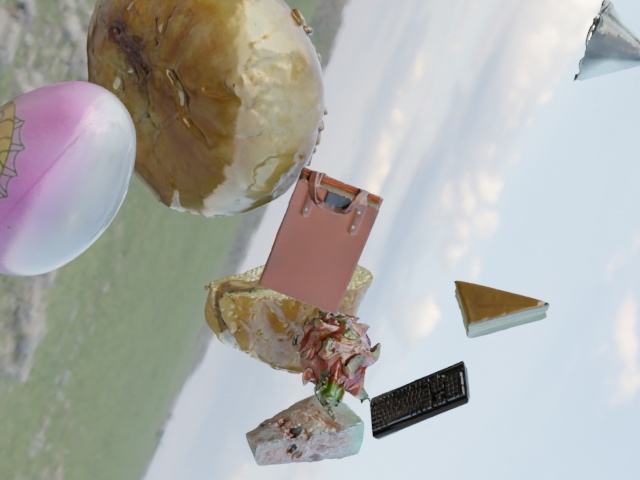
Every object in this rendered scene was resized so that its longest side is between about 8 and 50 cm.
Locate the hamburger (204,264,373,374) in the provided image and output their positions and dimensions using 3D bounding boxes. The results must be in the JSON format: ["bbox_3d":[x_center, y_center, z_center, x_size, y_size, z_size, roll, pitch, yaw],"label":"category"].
[{"bbox_3d":[-0.051,0.159,2.275,0.162,0.330,0.209,31,-55,49],"label":"hamburger"}]

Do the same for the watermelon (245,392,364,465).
[{"bbox_3d":[-0.046,0.359,2.271,0.241,0.154,0.094,-16,135,-38],"label":"watermelon"}]

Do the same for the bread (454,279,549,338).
[{"bbox_3d":[0.298,0.099,1.976,0.074,0.139,0.084,72,3,-63],"label":"bread"}]

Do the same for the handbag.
[{"bbox_3d":[0.000,0.000,1.732,0.063,0.127,0.190,-70,-179,-62],"label":"handbag"}]

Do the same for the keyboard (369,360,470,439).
[{"bbox_3d":[0.186,0.303,2.288,0.230,0.025,0.093,-28,-133,31],"label":"keyboard"}]

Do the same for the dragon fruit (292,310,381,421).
[{"bbox_3d":[0.030,0.218,2.072,0.236,0.137,0.135,-106,-148,-48],"label":"dragon fruit"}]

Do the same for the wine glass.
[{"bbox_3d":[0.447,-0.239,1.603,0.122,0.183,0.122,-54,159,-32],"label":"wine glass"}]

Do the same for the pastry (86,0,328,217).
[{"bbox_3d":[-0.166,-0.233,1.785,0.245,0.409,0.409,-28,152,-46],"label":"pastry"}]

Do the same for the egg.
[{"bbox_3d":[-0.325,-0.076,1.414,0.271,0.196,0.196,-43,-170,16],"label":"egg"}]
